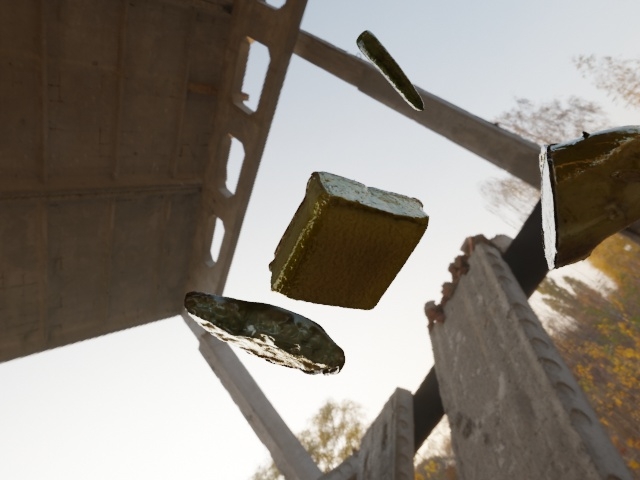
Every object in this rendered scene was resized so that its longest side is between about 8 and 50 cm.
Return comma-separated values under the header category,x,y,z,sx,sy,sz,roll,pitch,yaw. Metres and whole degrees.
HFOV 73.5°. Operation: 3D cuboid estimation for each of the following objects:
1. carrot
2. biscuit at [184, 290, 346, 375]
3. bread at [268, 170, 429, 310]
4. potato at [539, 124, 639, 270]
category,x,y,z,sx,sy,sz,roll,pitch,yaw
carrot,0.264,-0.612,1.567,0.074,0.074,0.358,-46,-77,-4
biscuit,-0.124,0.190,0.884,0.335,0.329,0.078,37,-122,-29
bread,0.068,0.014,1.086,0.323,0.143,0.333,15,-59,-26
potato,0.732,-0.096,1.095,0.290,0.295,0.397,-60,-43,-53
